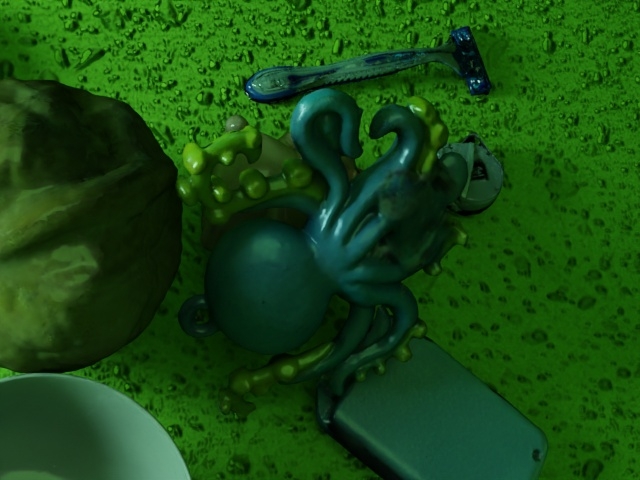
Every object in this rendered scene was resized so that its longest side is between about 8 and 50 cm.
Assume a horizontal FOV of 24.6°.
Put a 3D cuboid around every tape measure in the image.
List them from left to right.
[{"bbox_3d":[0.175,-0.079,1.767,0.091,0.054,0.094,-18,73,-20],"label":"tape measure"}]

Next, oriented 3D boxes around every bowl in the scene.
[{"bbox_3d":[-0.270,0.281,1.388,0.287,0.144,0.287,8,65,-18],"label":"bowl"}]

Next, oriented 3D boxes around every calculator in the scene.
[{"bbox_3d":[0.127,0.209,1.624,0.293,0.051,0.173,39,59,-2],"label":"calculator"}]

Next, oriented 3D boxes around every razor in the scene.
[{"bbox_3d":[0.062,-0.210,1.783,0.324,0.056,0.093,-10,73,-24],"label":"razor"}]

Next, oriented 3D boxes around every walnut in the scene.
[{"bbox_3d":[-0.274,-0.019,1.440,0.253,0.282,0.277,6,18,20],"label":"walnut"}]

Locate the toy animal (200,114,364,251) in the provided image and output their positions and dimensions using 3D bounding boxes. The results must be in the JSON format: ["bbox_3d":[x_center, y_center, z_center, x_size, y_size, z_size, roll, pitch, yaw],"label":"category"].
[{"bbox_3d":[-0.027,-0.042,1.617,0.197,0.171,0.171,14,63,-11],"label":"toy animal"}]

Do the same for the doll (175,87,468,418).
[{"bbox_3d":[0.000,0.000,1.504,0.341,0.099,0.346,-29,124,-9],"label":"doll"}]
